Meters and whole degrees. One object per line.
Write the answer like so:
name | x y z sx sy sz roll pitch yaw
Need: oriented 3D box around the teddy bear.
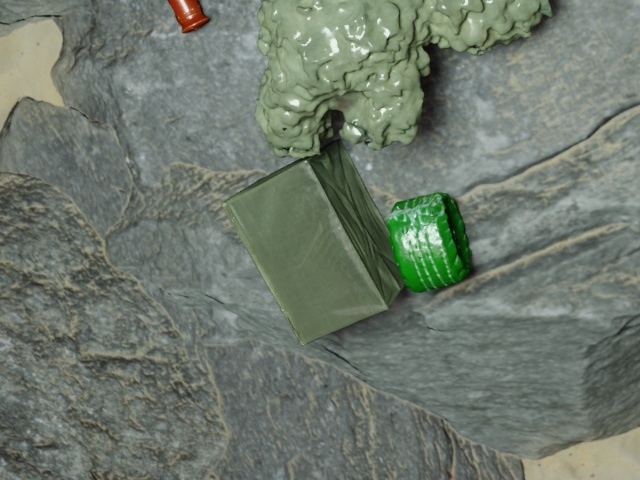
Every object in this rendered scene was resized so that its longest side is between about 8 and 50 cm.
teddy bear | 0.095 -0.289 1.240 0.367 0.224 0.358 -2 87 -3

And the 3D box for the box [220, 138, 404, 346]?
box | 0.000 0.000 1.402 0.148 0.155 0.231 -25 97 25

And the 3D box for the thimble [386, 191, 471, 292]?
thimble | 0.148 0.000 1.361 0.090 0.118 0.130 -14 121 22

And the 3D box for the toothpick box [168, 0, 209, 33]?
toothpick box | -0.195 -0.339 1.415 0.047 0.047 0.083 -22 100 27
